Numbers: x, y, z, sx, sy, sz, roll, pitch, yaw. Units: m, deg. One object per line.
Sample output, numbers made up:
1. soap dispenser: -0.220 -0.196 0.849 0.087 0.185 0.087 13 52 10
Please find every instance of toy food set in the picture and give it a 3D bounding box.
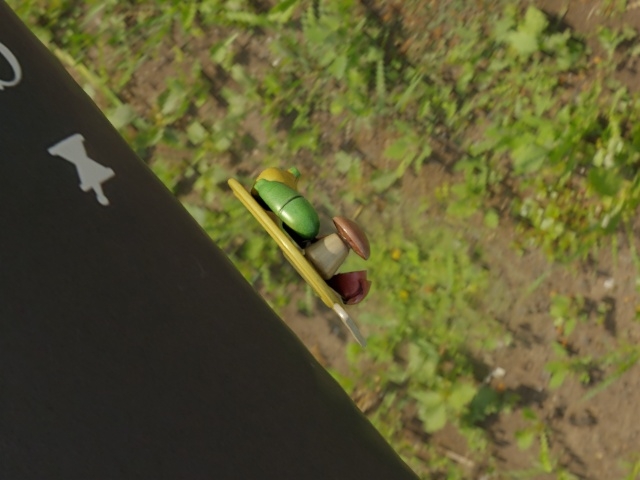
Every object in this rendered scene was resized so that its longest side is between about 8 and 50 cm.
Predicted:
1. toy food set: 0.000 0.000 1.299 0.218 0.071 0.128 49 177 28

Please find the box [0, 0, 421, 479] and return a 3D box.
1. box: -0.195 0.194 0.383 0.472 0.480 0.297 50 126 -2
